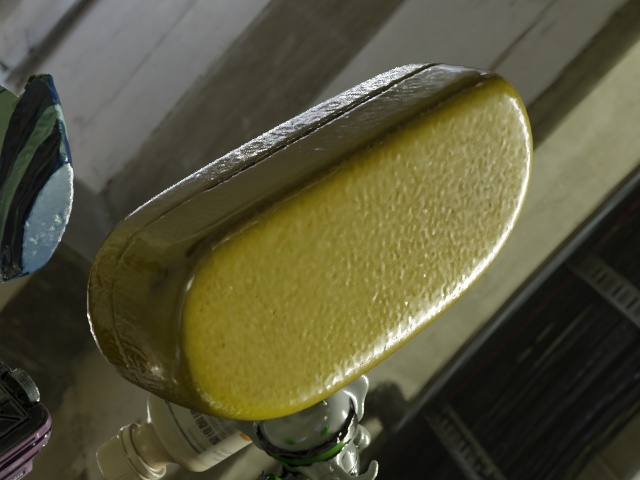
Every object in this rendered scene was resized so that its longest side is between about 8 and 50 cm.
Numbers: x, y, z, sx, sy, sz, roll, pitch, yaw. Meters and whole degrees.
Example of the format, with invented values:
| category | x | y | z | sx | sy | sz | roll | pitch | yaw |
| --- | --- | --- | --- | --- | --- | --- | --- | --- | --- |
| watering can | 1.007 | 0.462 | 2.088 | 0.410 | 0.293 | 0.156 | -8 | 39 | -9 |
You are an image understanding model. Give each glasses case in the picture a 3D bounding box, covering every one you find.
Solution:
| category | x | y | z | sx | sy | sz | roll | pitch | yaw |
| --- | --- | --- | --- | --- | --- | --- | --- | --- | --- |
| glasses case | 0.000 | 0.000 | 0.882 | 0.371 | 0.173 | 0.141 | -32 | -151 | -34 |

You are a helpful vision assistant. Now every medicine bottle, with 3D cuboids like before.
| category | x | y | z | sx | sy | sz | roll | pitch | yaw |
| --- | --- | --- | --- | --- | --- | --- | --- | --- | --- |
| medicine bottle | -0.138 | 0.200 | 1.367 | 0.252 | 0.114 | 0.114 | -32 | -149 | 9 |

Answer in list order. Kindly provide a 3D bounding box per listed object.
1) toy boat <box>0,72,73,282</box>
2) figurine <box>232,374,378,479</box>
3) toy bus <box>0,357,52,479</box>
| category | x | y | z | sx | sy | sz | roll | pitch | yaw |
| --- | --- | --- | --- | --- | --- | --- | --- | --- | --- |
| toy boat | -0.349 | -0.094 | 1.195 | 0.291 | 0.067 | 0.221 | 35 | -70 | 34 |
| figurine | -0.007 | 0.199 | 1.214 | 0.147 | 0.192 | 0.126 | -24 | -142 | -6 |
| toy bus | -0.287 | 0.115 | 0.920 | 0.087 | 0.178 | 0.098 | -36 | 156 | -32 |
